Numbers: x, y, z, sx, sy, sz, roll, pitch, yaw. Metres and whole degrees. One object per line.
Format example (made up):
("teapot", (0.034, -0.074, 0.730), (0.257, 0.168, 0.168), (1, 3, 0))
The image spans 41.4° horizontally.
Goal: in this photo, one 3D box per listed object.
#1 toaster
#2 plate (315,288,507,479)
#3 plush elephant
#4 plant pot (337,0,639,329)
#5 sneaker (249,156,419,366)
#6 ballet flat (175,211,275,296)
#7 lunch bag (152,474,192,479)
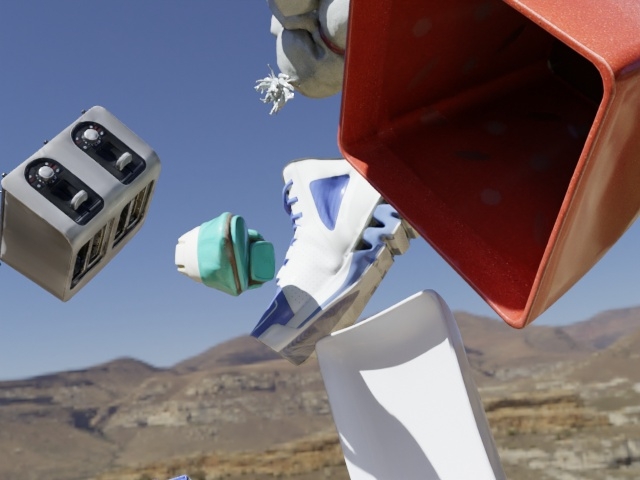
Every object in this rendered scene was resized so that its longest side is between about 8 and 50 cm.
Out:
("toaster", (-0.288, -0.036, 0.992), (0.110, 0.168, 0.186), (36, -39, 3))
("plate", (0.102, 0.209, 0.885), (0.045, 0.278, 0.277), (-10, -13, -29))
("plush elephant", (0.038, -0.376, 1.462), (0.272, 0.330, 0.255), (44, -44, -14))
("plant pot", (0.191, -0.140, 0.715), (0.235, 0.267, 0.267), (-26, -35, -24))
("sneaker", (0.001, -0.001, 1.116), (0.182, 0.315, 0.127), (36, -11, 23))
("ballet flat", (-0.108, 0.021, 0.909), (0.087, 0.083, 0.247), (-3, -6, 5))
("lunch bag", (-0.209, 0.414, 1.220), (0.151, 0.096, 0.129), (-27, -62, 34))
